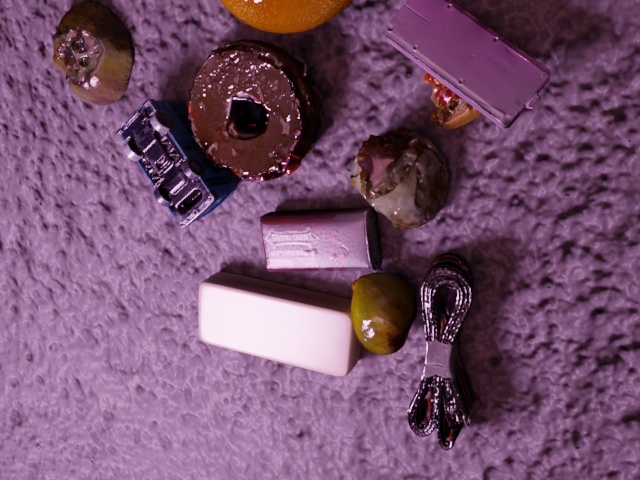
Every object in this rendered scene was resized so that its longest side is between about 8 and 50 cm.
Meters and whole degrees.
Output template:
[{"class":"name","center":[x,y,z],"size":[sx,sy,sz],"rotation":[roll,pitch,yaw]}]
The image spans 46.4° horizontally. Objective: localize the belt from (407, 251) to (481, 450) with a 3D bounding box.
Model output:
[{"class":"belt","center":[0.225,0.201,1.366],"size":[0.126,0.094,0.359],"rotation":[5,107,23]}]

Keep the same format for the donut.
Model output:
[{"class":"donut","center":[-0.118,-0.239,1.377],"size":[0.270,0.103,0.269],"rotation":[8,110,23]}]

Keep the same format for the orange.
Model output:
[{"class":"orange","center":[-0.052,-0.467,1.188],"size":[0.274,0.274,0.274],"rotation":[7,108,22]}]

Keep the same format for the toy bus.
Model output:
[{"class":"toy bus","center":[-0.271,-0.152,1.452],"size":[0.116,0.133,0.234],"rotation":[-37,84,27]}]

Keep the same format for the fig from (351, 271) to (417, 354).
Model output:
[{"class":"fig","center":[0.117,0.134,1.371],"size":[0.121,0.136,0.153],"rotation":[-2,64,8]}]

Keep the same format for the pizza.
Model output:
[{"class":"pizza","center":[0.217,-0.296,1.236],"size":[0.199,0.062,0.188],"rotation":[45,116,7]}]

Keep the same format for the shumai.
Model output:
[{"class":"shumai","center":[0.132,-0.101,1.287],"size":[0.184,0.142,0.184],"rotation":[7,106,24]}]

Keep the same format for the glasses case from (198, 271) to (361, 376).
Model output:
[{"class":"glasses case","center":[-0.084,0.164,1.499],"size":[0.336,0.076,0.144],"rotation":[12,109,20]}]

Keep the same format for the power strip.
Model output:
[{"class":"power strip","center":[0.229,-0.293,1.182],"size":[0.279,0.037,0.109],"rotation":[41,95,14]}]

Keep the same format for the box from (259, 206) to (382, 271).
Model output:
[{"class":"box","center":[0.000,0.000,1.418],"size":[0.224,0.069,0.120],"rotation":[0,106,25]}]

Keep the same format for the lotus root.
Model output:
[{"class":"lotus root","center":[-0.476,-0.372,1.508],"size":[0.183,0.078,0.203],"rotation":[27,116,15]}]
